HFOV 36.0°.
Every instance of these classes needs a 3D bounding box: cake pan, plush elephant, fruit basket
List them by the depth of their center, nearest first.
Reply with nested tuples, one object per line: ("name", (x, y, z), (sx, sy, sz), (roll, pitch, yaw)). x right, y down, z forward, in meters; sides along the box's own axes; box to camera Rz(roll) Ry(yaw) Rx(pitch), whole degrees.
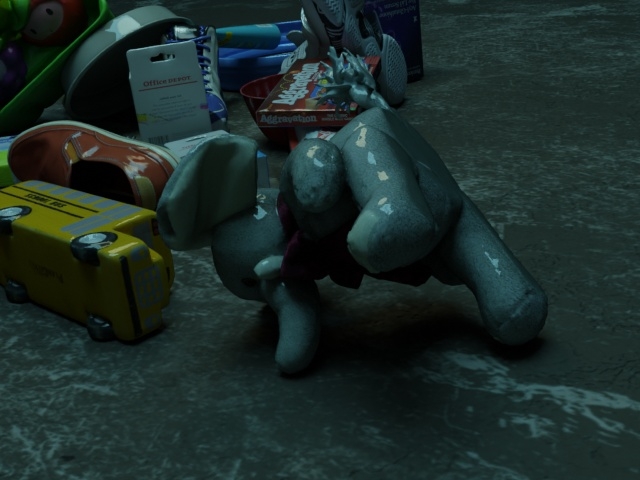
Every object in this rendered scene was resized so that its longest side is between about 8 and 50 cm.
("plush elephant", (0.000, 0.000, 0.943), (0.272, 0.255, 0.330), (25, 30, -51))
("fruit basket", (-0.592, -0.399, 1.777), (0.392, 0.392, 0.283), (-25, 70, -38))
("cake pan", (-0.369, -0.340, 1.866), (0.293, 0.054, 0.293), (-36, -9, -6))

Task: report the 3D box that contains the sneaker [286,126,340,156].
("sneaker", (0.028, -0.123, 1.408), (0.145, 0.090, 0.270), (-7, 26, -3))

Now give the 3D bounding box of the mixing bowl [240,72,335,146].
("mixing bowl", (-0.038, -0.215, 1.636), (0.182, 0.098, 0.181), (-5, 23, 2))

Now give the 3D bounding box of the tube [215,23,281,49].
("tube", (-0.168, -0.400, 1.932), (0.207, 0.052, 0.080), (-13, -5, -45))

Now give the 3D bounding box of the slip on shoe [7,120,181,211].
("slip on shoe", (-0.348, -0.100, 1.441), (0.331, 0.123, 0.101), (13, 33, 31))

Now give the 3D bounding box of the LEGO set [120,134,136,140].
("LEGO set", (-0.352, -0.172, 1.740), (0.054, 0.023, 0.083), (-9, 9, -11))

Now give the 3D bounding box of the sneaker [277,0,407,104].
("sneaker", (-0.007, -0.354, 1.717), (0.210, 0.366, 0.137), (-4, 59, 30))

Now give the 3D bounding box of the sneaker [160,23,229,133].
("sneaker", (-0.240, -0.292, 1.777), (0.128, 0.182, 0.315), (-10, 22, -2))

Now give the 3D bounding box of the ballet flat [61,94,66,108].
("ballet flat", (-0.443, -0.334, 2.010), (0.232, 0.080, 0.073), (-34, 21, 29))

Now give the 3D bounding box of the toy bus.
("toy bus", (-0.283, 0.014, 1.143), (0.333, 0.108, 0.130), (14, 29, 43))

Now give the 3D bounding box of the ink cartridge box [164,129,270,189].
("ink cartridge box", (-0.156, -0.109, 1.462), (0.104, 0.060, 0.180), (-17, 24, -20))

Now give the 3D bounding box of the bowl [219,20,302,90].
("bowl", (-0.072, -0.407, 2.148), (0.391, 0.077, 0.391), (-6, 23, 3))

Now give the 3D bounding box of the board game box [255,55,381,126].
("board game box", (0.004, -0.232, 1.505), (0.145, 0.027, 0.281), (-1, 25, 12))

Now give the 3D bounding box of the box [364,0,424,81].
("box", (0.106, -0.405, 1.912), (0.153, 0.207, 0.108), (-22, 27, -31))

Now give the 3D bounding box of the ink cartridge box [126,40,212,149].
("ink cartridge box", (-0.240, -0.220, 1.580), (0.115, 0.198, 0.067), (-10, 22, -8))

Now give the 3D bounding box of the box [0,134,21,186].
("box", (-0.530, -0.136, 1.669), (0.109, 0.042, 0.178), (-5, 22, 3))
